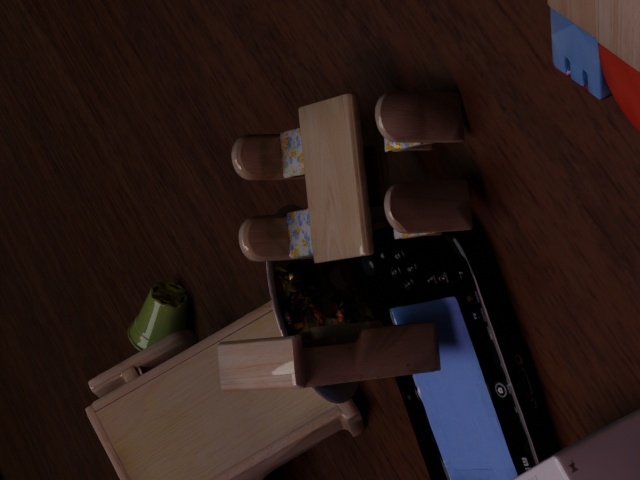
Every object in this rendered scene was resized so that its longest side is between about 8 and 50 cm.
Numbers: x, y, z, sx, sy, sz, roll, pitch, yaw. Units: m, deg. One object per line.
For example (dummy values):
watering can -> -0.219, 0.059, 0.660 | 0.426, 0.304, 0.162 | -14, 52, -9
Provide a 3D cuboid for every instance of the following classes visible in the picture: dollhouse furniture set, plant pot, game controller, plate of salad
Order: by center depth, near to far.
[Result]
dollhouse furniture set -> 0.000, 0.000, 1.299 | 0.212, 0.161, 0.242 | -10, 85, 52
game controller -> 0.129, 0.133, 1.366 | 0.166, 0.067, 0.319 | -13, 98, 65
plate of salad -> 0.005, 0.059, 1.478 | 0.048, 0.200, 0.200 | -16, 96, 22
dollhouse furniture set -> -0.086, 0.253, 1.802 | 0.362, 0.256, 0.394 | 58, 174, 24
plant pot -> -0.208, 0.099, 2.022 | 0.083, 0.083, 0.079 | 50, 138, 36

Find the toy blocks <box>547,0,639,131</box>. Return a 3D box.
toy blocks -> 0.252, -0.099, 0.846 | 0.381, 0.190, 0.261 | 45, 157, 40

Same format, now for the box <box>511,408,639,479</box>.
box -> 0.225, 0.200, 1.181 | 0.102, 0.101, 0.087 | 61, 154, 13
